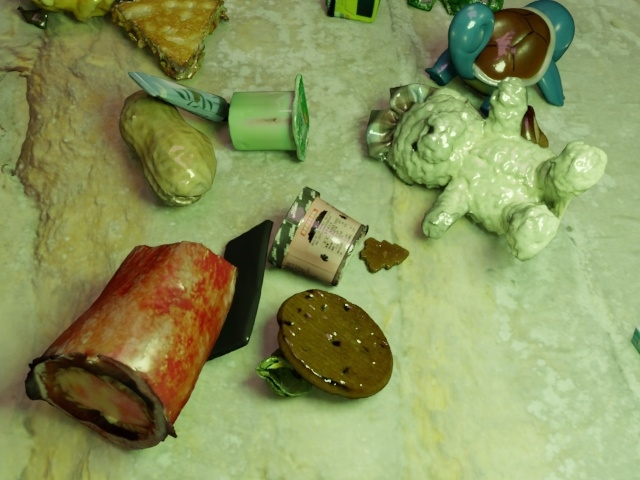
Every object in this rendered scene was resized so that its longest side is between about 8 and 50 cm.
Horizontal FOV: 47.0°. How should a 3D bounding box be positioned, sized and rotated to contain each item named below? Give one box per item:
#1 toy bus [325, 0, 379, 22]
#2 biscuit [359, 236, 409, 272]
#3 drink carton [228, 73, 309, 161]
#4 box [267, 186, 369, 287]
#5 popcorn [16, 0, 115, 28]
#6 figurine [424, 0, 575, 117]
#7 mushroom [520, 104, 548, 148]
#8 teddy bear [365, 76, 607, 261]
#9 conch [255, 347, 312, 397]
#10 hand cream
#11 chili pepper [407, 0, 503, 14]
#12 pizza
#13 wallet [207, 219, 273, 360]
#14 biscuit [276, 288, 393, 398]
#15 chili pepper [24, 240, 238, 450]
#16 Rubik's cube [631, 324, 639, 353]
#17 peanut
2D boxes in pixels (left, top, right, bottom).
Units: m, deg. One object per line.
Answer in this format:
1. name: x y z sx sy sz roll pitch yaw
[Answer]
1. toy bus: 0.104 -0.668 1.818 0.150 0.128 0.262 13 54 5
2. biscuit: 0.118 0.025 1.354 0.092 0.016 0.082 -3 48 -8
3. drink carton: -0.103 -0.236 1.469 0.142 0.146 0.144 0 51 6
4. box: 0.000 0.000 1.287 0.135 0.151 0.151 26 55 6
5. popcorn: -0.587 -0.653 1.680 0.297 0.281 0.316 -9 66 -34
6. figurine: 0.383 -0.406 1.608 0.416 0.243 0.298 -18 44 -42
7. mushroom: 0.421 -0.216 1.502 0.087 0.127 0.127 -5 51 13
8. teddy bear: 0.259 -0.163 1.335 0.362 0.375 0.327 36 96 -2
9. conch: -0.050 0.208 1.163 0.089 0.074 0.121 47 24 27
10. hand cream: -0.262 -0.275 1.440 0.088 0.055 0.256 45 20 26
11. chili pepper: 0.332 -0.608 1.820 0.253 0.083 0.099 14 62 11
12. pizza: -0.307 -0.480 1.676 0.251 0.074 0.288 -30 66 -26
13. wallet: -0.136 0.082 1.236 0.025 0.124 0.244 35 45 -30
14. biscuit: 0.024 0.165 1.186 0.212 0.036 0.212 21 38 -18
15. chili pepper: -0.266 0.127 1.100 0.229 0.251 0.305 24 56 -4
16. Rubik's cube: 0.577 0.171 1.238 0.073 0.075 0.084 -26 72 -3
17. peanut: -0.297 -0.187 1.416 0.149 0.149 0.313 -26 54 -22
